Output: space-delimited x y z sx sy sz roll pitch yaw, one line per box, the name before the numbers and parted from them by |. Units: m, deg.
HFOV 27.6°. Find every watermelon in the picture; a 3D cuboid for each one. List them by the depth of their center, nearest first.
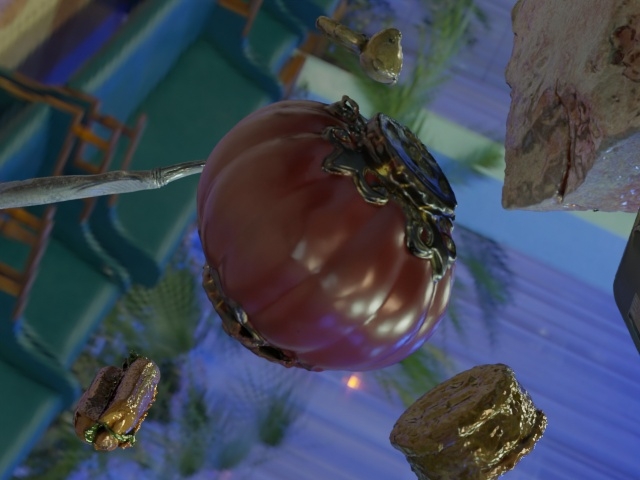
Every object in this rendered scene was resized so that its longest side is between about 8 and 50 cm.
watermelon | 0.275 -0.122 1.122 0.232 0.310 0.193 -32 175 -33

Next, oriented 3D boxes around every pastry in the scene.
pastry | 0.179 0.230 1.595 0.189 0.103 0.189 -32 -172 5

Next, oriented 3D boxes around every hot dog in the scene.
hot dog | -0.204 0.164 1.317 0.188 0.072 0.055 -75 149 -76

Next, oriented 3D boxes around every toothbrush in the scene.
toothbrush | -0.263 -0.076 1.679 0.042 0.414 0.035 -94 176 -58

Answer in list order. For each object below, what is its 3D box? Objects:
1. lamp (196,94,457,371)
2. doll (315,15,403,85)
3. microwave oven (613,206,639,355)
lamp | 0.000 0.000 1.019 0.227 0.227 0.227 25 90 -88
doll | 0.035 -0.178 1.215 0.061 0.093 0.051 24 81 -62
microwave oven | 0.315 0.069 0.853 0.145 0.194 0.240 97 -20 -54
